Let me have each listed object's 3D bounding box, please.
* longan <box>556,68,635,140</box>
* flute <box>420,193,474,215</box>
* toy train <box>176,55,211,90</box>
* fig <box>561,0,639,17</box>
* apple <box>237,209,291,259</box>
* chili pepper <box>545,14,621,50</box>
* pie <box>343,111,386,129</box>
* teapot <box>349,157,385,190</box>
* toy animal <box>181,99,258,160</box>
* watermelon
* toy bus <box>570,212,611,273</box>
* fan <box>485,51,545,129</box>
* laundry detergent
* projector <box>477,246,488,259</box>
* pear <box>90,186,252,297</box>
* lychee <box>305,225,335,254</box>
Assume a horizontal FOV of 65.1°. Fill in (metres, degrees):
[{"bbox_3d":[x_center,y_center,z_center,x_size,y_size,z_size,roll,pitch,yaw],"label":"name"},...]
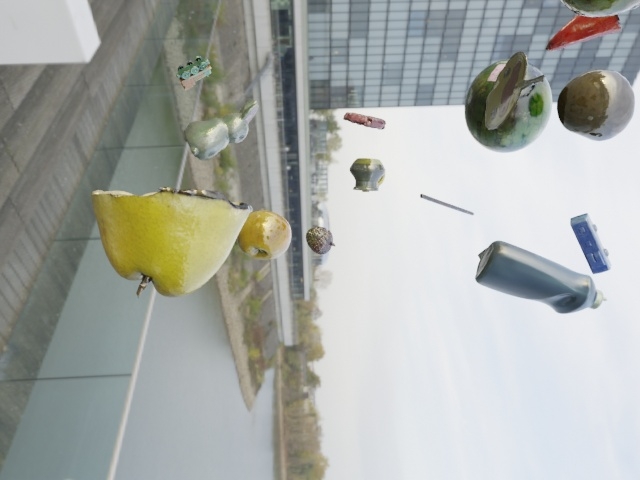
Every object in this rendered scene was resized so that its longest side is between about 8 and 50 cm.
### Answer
[{"bbox_3d":[0.947,-0.460,1.726,0.248,0.247,0.249,178,-90,-88],"label":"longan"},{"bbox_3d":[0.375,-0.103,1.468,0.014,0.269,0.014,-14,-109,46],"label":"flute"},{"bbox_3d":[-0.358,-0.478,1.427,0.044,0.103,0.064,52,-12,31],"label":"toy train"},{"bbox_3d":[0.488,-0.474,0.842,0.191,0.181,0.181,54,3,-8],"label":"fig"},{"bbox_3d":[-0.191,-0.013,1.692,0.183,0.182,0.155,90,9,-46],"label":"apple"},{"bbox_3d":[0.651,-0.525,1.257,0.064,0.168,0.088,9,63,-57],"label":"chili pepper"},{"bbox_3d":[0.151,-0.410,1.710,0.154,0.153,0.038,-99,-158,-72],"label":"pie"},{"bbox_3d":[0.180,-0.235,1.826,0.130,0.165,0.120,10,-82,43],"label":"teapot"},{"bbox_3d":[-0.291,-0.339,1.547,0.127,0.251,0.125,63,-4,21],"label":"toy animal"},{"bbox_3d":[0.730,-0.521,1.960,0.363,0.362,0.364,178,-90,-88],"label":"watermelon"},{"bbox_3d":[1.028,0.018,1.912,0.094,0.079,0.237,-33,98,-47],"label":"toy bus"},{"bbox_3d":[0.550,-0.437,1.440,0.335,0.011,0.230,-139,-116,-81],"label":"fan"},{"bbox_3d":[0.374,0.069,0.843,0.097,0.206,0.061,102,11,-47],"label":"laundry detergent"},{"bbox_3d":[0.770,0.080,2.249,0.082,0.083,0.083,60,-21,-8],"label":"projector"},{"bbox_3d":[-0.251,0.007,0.847,0.267,0.266,0.178,-145,-122,-87],"label":"pear"},{"bbox_3d":[0.000,0.000,1.297,0.067,0.083,0.068,-56,170,-26],"label":"lychee"}]
